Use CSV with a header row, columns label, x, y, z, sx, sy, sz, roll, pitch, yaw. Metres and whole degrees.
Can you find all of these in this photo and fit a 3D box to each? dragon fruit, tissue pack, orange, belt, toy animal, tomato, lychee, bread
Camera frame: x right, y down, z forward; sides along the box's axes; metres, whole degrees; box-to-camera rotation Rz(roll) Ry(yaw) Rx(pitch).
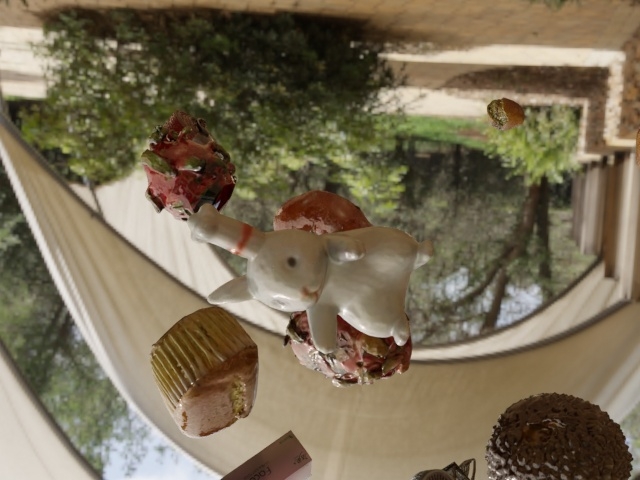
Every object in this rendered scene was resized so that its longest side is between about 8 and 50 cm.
label,x,y,z,sx,sy,sz,roll,pitch,yaw
dragon fruit,0.111,0.215,2.012,0.262,0.314,0.296,20,156,39
dragon fruit,-0.240,-0.117,1.433,0.172,0.160,0.167,30,145,7
tissue pack,-0.142,0.561,1.874,0.246,0.092,0.149,-31,154,-18
orange,0.391,-0.263,1.718,0.086,0.062,0.086,19,178,1
belt,-0.288,-0.208,1.773,0.128,0.124,0.201,35,-168,-30
toy animal,-0.011,0.043,0.923,0.282,0.141,0.138,3,-158,-32
tomato,0.000,0.000,1.720,0.236,0.237,0.095,6,-133,33
lychee,0.462,0.428,1.564,0.267,0.268,0.267,3,-176,0
bread,-0.208,0.266,1.568,0.204,0.288,0.156,-30,-117,-25

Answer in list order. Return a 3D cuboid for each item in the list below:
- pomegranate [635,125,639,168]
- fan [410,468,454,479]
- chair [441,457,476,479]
label,x,y,z,sx,sy,sz,roll,pitch,yaw
pomegranate,0.589,-0.142,1.174,0.248,0.248,0.248,3,-176,0
fan,0.211,0.591,1.738,0.244,0.130,0.074,-33,-173,-42
chair,0.365,0.642,2.214,0.084,0.101,0.212,-39,-167,24
